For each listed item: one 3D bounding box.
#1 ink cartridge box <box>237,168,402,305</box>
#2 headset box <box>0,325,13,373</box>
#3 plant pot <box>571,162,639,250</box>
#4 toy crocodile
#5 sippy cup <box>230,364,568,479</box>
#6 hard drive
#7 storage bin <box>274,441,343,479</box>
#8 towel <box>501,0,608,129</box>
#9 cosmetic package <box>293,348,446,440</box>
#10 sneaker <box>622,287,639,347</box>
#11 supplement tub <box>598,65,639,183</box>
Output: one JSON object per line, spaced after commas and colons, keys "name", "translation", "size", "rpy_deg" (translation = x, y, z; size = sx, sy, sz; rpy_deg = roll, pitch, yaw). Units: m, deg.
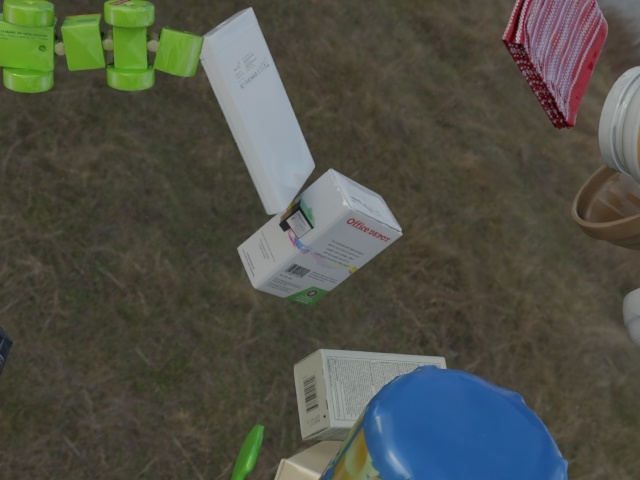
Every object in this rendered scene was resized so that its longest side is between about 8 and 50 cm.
{"name": "ink cartridge box", "translation": [0.000, 0.000, 1.842], "size": [0.201, 0.278, 0.117], "rpy_deg": [23, 34, -51]}
{"name": "headset box", "translation": [-0.610, 0.216, 1.264], "size": [0.283, 0.246, 0.131], "rpy_deg": [-95, 163, -56]}
{"name": "plant pot", "translation": [0.498, -0.060, 1.280], "size": [0.110, 0.237, 0.237], "rpy_deg": [50, 28, -16]}
{"name": "toy crocodile", "translation": [-0.327, -0.269, 1.186], "size": [0.341, 0.115, 0.105], "rpy_deg": [-2, 27, -11]}
{"name": "sippy cup", "translation": [0.091, 0.239, 0.748], "size": [0.305, 0.224, 0.240], "rpy_deg": [-5, 39, -30]}
{"name": "hard drive", "translation": [-0.119, -0.256, 1.714], "size": [0.353, 0.047, 0.233], "rpy_deg": [67, 25, -21]}
{"name": "storage bin", "translation": [-0.012, 0.540, 1.720], "size": [0.123, 0.260, 0.262], "rpy_deg": [20, 6, 20]}
{"name": "towel", "translation": [0.347, -0.301, 1.263], "size": [0.031, 0.199, 0.275], "rpy_deg": [16, -11, 35]}
{"name": "cosmetic package", "translation": [0.111, 0.314, 1.759], "size": [0.309, 0.113, 0.160], "rpy_deg": [10, 61, -32]}
{"name": "sneaker", "translation": [0.343, 0.110, 0.627], "size": [0.108, 0.292, 0.169], "rpy_deg": [15, 76, -33]}
{"name": "supplement tub", "translation": [0.412, -0.111, 0.920], "size": [0.144, 0.144, 0.200], "rpy_deg": [22, 1, -41]}
